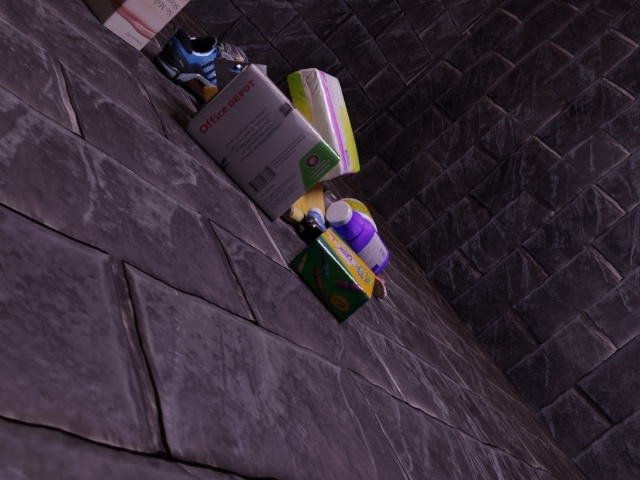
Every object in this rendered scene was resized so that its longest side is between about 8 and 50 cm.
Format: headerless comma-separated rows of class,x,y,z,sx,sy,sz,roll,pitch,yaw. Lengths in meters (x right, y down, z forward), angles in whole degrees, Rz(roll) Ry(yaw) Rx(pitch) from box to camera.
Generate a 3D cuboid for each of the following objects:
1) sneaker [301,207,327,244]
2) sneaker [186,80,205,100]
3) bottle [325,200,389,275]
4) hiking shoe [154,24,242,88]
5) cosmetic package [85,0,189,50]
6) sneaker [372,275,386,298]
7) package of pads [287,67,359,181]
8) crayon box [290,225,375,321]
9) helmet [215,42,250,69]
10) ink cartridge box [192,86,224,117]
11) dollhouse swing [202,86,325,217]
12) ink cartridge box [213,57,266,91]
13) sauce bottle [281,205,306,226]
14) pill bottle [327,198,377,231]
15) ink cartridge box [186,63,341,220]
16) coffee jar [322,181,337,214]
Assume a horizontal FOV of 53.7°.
sneaker,-0.001,0.000,1.597,0.085,0.058,0.152,-71,146,-51
sneaker,-0.337,-0.455,1.827,0.134,0.070,0.051,39,15,-38
bottle,0.096,-0.002,1.714,0.092,0.118,0.283,37,-9,38
hiking shoe,-0.296,-0.481,1.717,0.304,0.132,0.113,-5,52,-55
cosmetic package,-0.406,-0.626,1.521,0.129,0.296,0.153,53,12,19
sneaker,0.172,0.137,1.851,0.067,0.042,0.118,35,14,-42
package of pads,0.016,-0.317,1.758,0.229,0.101,0.297,-26,102,-73
crayon box,0.035,0.066,1.407,0.165,0.081,0.278,48,10,-1
helmet,-0.322,-0.598,2.183,0.169,0.169,0.161,47,-6,-8
ink cartridge box,-0.203,-0.257,1.529,0.209,0.109,0.062,46,9,-13
dollhouse swing,-0.152,-0.223,1.778,0.315,0.305,0.347,8,-3,18
ink cartridge box,-0.180,-0.358,1.538,0.145,0.179,0.045,13,40,19
sauce bottle,-0.061,-0.060,1.590,0.042,0.042,0.128,54,12,27
pill bottle,0.091,-0.052,1.946,0.136,0.136,0.246,46,10,-16
ink cartridge box,-0.126,-0.225,1.440,0.289,0.211,0.121,47,10,-11
coffee jar,-0.019,-0.154,1.979,0.079,0.096,0.184,45,11,-37
